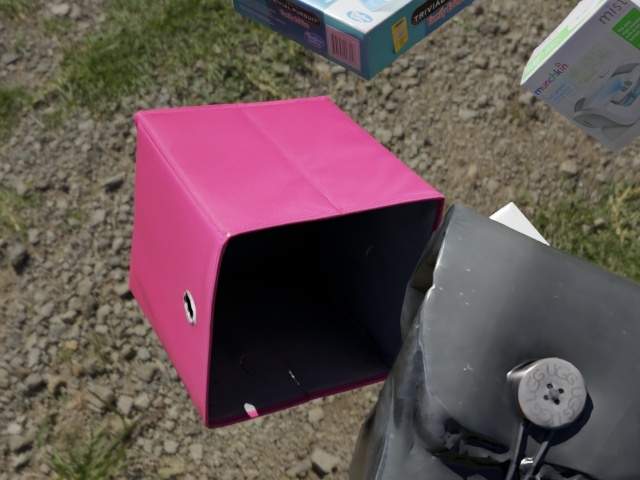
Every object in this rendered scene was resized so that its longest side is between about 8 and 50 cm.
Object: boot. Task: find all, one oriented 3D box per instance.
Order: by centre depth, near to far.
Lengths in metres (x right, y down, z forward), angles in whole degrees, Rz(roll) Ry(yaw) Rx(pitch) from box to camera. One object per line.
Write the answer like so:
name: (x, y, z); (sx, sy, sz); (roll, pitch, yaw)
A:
boot: (0.274, 0.072, 0.526); (0.445, 0.146, 0.366); (18, 79, 7)

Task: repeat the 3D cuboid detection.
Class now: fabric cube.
fabric cube: (-0.056, 0.009, 0.972); (0.259, 0.254, 0.258); (-11, 39, -28)

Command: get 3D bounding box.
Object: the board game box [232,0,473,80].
board game box: (0.081, -0.381, 1.183); (0.254, 0.079, 0.336); (34, 60, 29)

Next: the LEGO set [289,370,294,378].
LEGO set: (-0.118, 0.210, 1.698); (0.093, 0.087, 0.227); (-20, 78, -11)

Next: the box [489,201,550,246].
box: (0.388, 0.053, 1.814); (0.181, 0.119, 0.182); (-35, 64, -1)

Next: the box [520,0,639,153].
box: (0.534, -0.324, 1.520); (0.231, 0.262, 0.126); (34, 52, -8)
